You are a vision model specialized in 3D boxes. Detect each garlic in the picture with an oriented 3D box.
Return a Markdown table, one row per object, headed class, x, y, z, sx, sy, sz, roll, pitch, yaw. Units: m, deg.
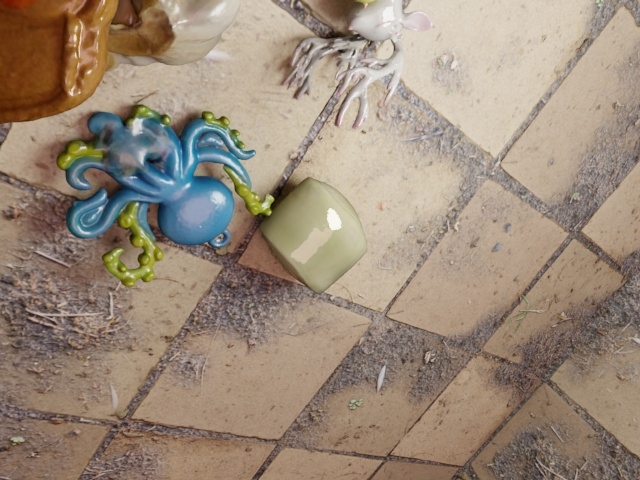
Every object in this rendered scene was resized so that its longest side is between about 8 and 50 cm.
| class | x | y | z | sx | sy | sz | roll | pitch | yaw |
| --- | --- | --- | --- | --- | --- | --- | --- | --- | --- |
| garlic | -0.246 | -0.345 | 0.759 | 0.281 | 0.202 | 0.185 | -10 | 166 | 16 |

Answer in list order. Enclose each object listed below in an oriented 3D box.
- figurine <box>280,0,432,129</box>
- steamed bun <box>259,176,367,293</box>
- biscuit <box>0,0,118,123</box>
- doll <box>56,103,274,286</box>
| class | x | y | z | sx | sy | sz | roll | pitch | yaw |
| --- | --- | --- | --- | --- | --- | --- | --- | --- | --- |
| figurine | 0.033 | -0.383 | 0.893 | 0.284 | 0.206 | 0.315 | -43 | 125 | -4 |
| steamed bun | 0.000 | 0.000 | 1.122 | 0.200 | 0.154 | 0.250 | -40 | 145 | -2 |
| biscuit | -0.409 | -0.343 | 0.630 | 0.350 | 0.078 | 0.454 | 20 | 104 | 3 |
| doll | -0.286 | -0.096 | 0.968 | 0.346 | 0.099 | 0.341 | -41 | 119 | -7 |
